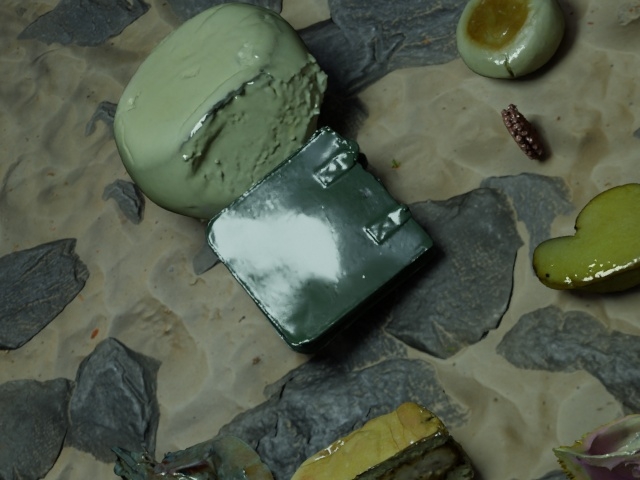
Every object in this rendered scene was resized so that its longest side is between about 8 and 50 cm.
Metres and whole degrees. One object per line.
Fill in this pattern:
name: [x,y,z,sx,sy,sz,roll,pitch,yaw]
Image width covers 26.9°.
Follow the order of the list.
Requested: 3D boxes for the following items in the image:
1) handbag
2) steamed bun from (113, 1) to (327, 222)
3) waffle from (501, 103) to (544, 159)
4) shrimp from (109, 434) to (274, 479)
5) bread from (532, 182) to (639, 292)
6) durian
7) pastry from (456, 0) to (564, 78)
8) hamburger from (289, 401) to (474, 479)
handbag: [-0.001,0.000,1.886,0.260,0.079,0.247,-39,68,-2]
steamed bun: [-0.143,-0.188,2.050,0.334,0.233,0.312,-38,39,7]
waffle: [0.277,-0.147,1.838,0.029,0.075,0.083,-37,45,19]
shrimp: [-0.181,0.338,1.896,0.317,0.062,0.164,24,75,36]
bread: [0.363,0.005,1.709,0.188,0.065,0.149,-21,44,28]
durian: [0.377,0.255,1.510,0.182,0.132,0.165,-35,61,0]
pastry: [0.272,-0.297,1.918,0.156,0.092,0.156,-19,55,29]
hamburger: [0.064,0.306,1.714,0.262,0.124,0.131,-31,32,11]
